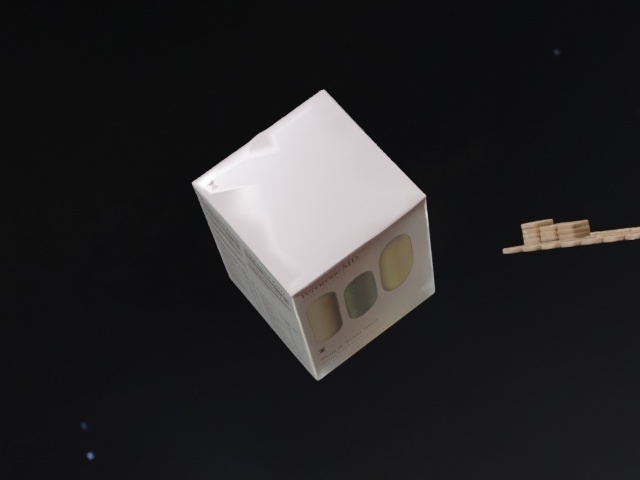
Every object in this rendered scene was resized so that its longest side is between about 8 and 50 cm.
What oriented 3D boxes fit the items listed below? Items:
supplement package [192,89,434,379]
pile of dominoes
[{"bbox_3d":[0.000,0.000,1.612,0.199,0.198,0.262,-36,-26,-11],"label":"supplement package"},{"bbox_3d":[0.413,-0.021,1.931,0.196,0.251,0.040,-9,-89,-52],"label":"pile of dominoes"}]
